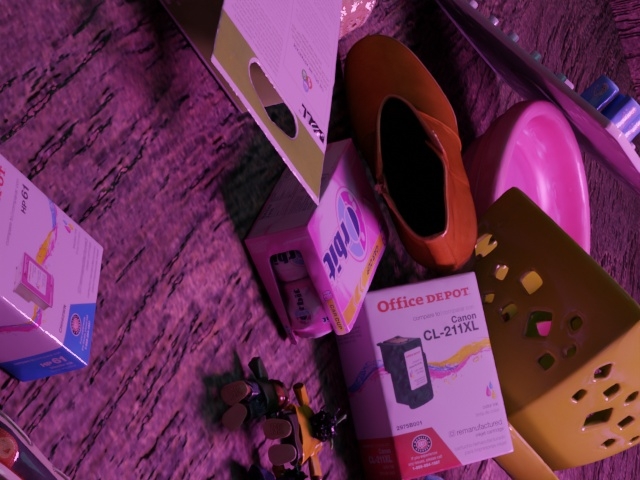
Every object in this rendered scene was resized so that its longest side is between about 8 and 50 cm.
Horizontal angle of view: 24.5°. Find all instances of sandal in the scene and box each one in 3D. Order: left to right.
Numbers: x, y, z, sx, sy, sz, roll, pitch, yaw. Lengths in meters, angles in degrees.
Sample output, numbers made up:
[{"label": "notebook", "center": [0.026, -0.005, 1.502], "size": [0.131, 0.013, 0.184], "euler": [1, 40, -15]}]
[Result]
[{"label": "sandal", "center": [0.022, -0.251, 1.491], "size": [0.240, 0.079, 0.088], "euler": [-40, 114, -66]}]

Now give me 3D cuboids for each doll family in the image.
[{"label": "doll family", "center": [-0.017, 0.185, 1.166], "size": [0.111, 0.076, 0.193], "euler": [7, 76, -71]}]

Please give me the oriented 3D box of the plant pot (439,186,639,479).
[{"label": "plant pot", "center": [0.222, 0.121, 1.535], "size": [0.227, 0.207, 0.228], "euler": [49, 1, 39]}]

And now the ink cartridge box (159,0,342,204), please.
[{"label": "ink cartridge box", "center": [-0.068, -0.173, 1.211], "size": [0.189, 0.097, 0.255], "euler": [54, 33, -44]}]

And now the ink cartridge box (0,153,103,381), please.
[{"label": "ink cartridge box", "center": [-0.186, 0.016, 0.872], "size": [0.122, 0.052, 0.088], "euler": [47, 36, -48]}]

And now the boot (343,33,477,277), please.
[{"label": "boot", "center": [0.082, -0.109, 1.430], "size": [0.211, 0.104, 0.295], "euler": [55, 15, -70]}]

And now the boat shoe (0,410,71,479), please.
[{"label": "boat shoe", "center": [-0.165, 0.147, 0.857], "size": [0.137, 0.049, 0.043], "euler": [52, 30, -37]}]

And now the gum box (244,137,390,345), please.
[{"label": "gum box", "center": [0.000, 0.000, 1.316], "size": [0.188, 0.062, 0.107], "euler": [-64, 135, -58]}]

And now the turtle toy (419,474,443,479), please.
[{"label": "turtle toy", "center": [0.080, 0.261, 1.338], "size": [0.066, 0.095, 0.130], "euler": [50, 45, -8]}]

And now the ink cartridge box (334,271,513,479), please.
[{"label": "ink cartridge box", "center": [0.093, 0.125, 1.375], "size": [0.127, 0.072, 0.175], "euler": [-10, 86, -26]}]

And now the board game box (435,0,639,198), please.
[{"label": "board game box", "center": [0.307, -0.195, 1.898], "size": [0.390, 0.050, 0.390], "euler": [46, 6, 31]}]

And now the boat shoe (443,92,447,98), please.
[{"label": "boat shoe", "center": [0.102, -0.122, 1.636], "size": [0.178, 0.060, 0.064], "euler": [-66, 138, -56]}]

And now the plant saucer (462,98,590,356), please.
[{"label": "plant saucer", "center": [0.240, -0.005, 1.801], "size": [0.332, 0.084, 0.332], "euler": [-2, 92, -62]}]
